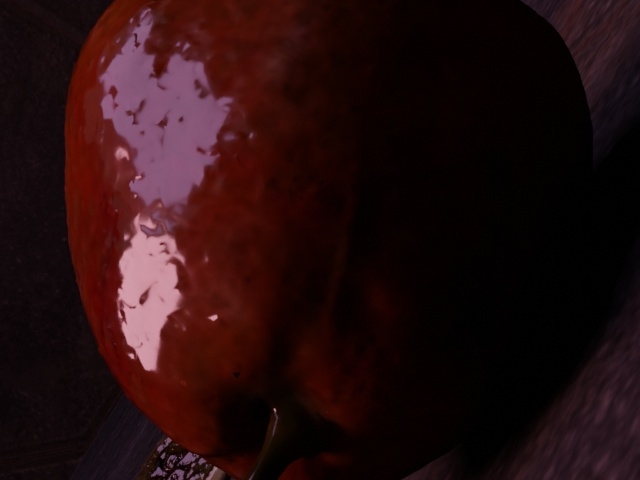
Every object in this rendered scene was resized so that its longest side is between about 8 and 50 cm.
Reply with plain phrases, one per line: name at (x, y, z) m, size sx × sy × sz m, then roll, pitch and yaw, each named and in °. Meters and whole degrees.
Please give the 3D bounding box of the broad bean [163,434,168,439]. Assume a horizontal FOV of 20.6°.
broad bean at (-0.114, 0.184, 1.439) m, size 0.195 × 0.046 × 0.061 m, roll -62°, pitch 10°, yaw -24°

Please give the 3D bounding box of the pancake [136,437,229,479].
pancake at (-0.102, 0.180, 1.352) m, size 0.129 × 0.022 × 0.116 m, roll -34°, pitch 28°, yaw 34°

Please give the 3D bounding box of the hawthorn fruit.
hawthorn fruit at (0.000, 0.000, 0.710) m, size 0.224 × 0.224 × 0.261 m, roll -53°, pitch 28°, yaw 44°

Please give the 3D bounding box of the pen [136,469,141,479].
pen at (-0.168, 0.246, 1.677) m, size 0.025 × 0.025 × 0.204 m, roll -58°, pitch 5°, yaw 2°
